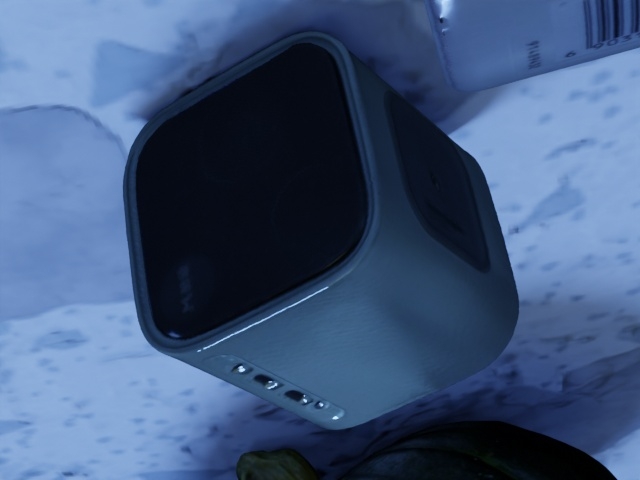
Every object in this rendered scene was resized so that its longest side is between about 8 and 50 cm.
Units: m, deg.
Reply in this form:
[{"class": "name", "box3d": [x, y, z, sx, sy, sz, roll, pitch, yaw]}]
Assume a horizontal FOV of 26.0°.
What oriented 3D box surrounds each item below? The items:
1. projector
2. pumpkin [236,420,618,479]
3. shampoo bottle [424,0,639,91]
[{"class": "projector", "box3d": [0.000, 0.000, 0.410, 0.083, 0.083, 0.082, -26, 145, 24]}, {"class": "pumpkin", "box3d": [0.032, 0.181, 0.616, 0.250, 0.216, 0.250, -33, 173, -5]}, {"class": "shampoo bottle", "box3d": [0.131, -0.098, 0.320, 0.227, 0.056, 0.086, -15, 146, 7]}]
